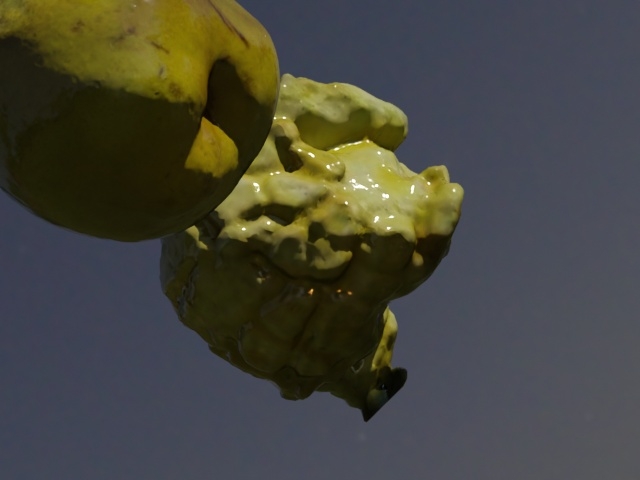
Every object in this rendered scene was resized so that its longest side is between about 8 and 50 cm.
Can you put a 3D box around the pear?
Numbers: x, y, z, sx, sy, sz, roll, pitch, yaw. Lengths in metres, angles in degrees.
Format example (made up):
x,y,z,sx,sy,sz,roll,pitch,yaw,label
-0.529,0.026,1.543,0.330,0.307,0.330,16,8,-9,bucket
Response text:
x,y,z,sx,sy,sz,roll,pitch,yaw,label
-0.131,-0.095,1.246,0.200,0.200,0.200,-27,-16,-8,pear

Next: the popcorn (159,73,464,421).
x,y,z,sx,sy,sz,roll,pitch,yaw,label
-0.007,-0.005,1.739,0.293,0.237,0.293,-45,-18,-19,popcorn
